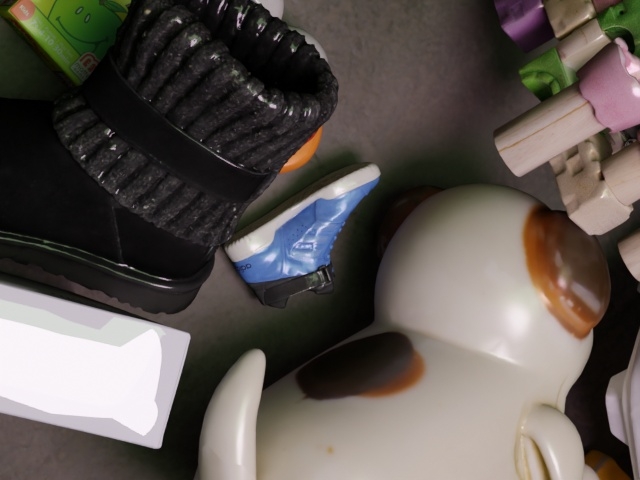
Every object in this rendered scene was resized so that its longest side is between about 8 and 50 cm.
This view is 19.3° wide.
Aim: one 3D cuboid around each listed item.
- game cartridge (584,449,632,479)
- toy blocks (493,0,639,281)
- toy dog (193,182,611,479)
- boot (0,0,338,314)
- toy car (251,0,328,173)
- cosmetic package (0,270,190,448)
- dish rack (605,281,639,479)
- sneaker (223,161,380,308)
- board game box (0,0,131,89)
[{"bbox_3d":[0.246,0.408,1.800,0.324,0.052,0.285,-46,111,-10],"label":"game cartridge"},{"bbox_3d":[0.294,-0.161,1.536,0.260,0.289,0.309,-31,139,21],"label":"toy blocks"},{"bbox_3d":[0.075,0.137,1.578,0.395,0.284,0.408,48,66,-29],"label":"toy dog"},{"bbox_3d":[-0.186,-0.102,1.421,0.348,0.260,0.131,19,43,-17],"label":"boot"},{"bbox_3d":[-0.063,-0.128,1.539,0.159,0.136,0.182,-46,130,-12],"label":"toy car"},{"bbox_3d":[-0.321,0.049,1.379,0.377,0.284,0.097,17,89,-25],"label":"cosmetic package"},{"bbox_3d":[0.321,0.181,1.680,0.285,0.072,0.333,-62,144,-54],"label":"dish rack"},{"bbox_3d":[0.000,0.000,1.634,0.152,0.058,0.085,-33,102,-13],"label":"sneaker"},{"bbox_3d":[-0.167,-0.217,1.546,0.181,0.043,0.092,-47,111,-12],"label":"board game box"}]
